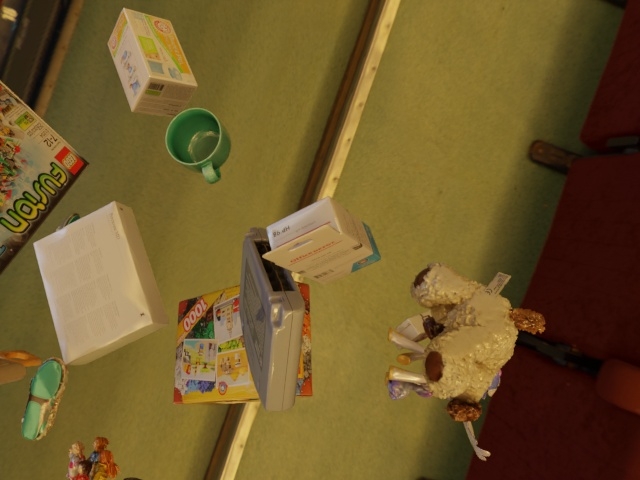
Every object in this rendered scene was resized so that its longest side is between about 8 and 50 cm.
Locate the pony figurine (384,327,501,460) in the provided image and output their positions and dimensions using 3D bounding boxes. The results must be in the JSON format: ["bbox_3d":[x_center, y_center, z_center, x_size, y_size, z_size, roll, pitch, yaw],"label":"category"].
[{"bbox_3d":[0.373,0.399,1.508,0.363,0.351,0.303,7,116,4],"label":"pony figurine"}]

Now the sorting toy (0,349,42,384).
[{"bbox_3d":[-0.607,0.185,0.834,0.195,0.347,0.047,15,89,13],"label":"sorting toy"}]

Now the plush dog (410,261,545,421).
[{"bbox_3d":[0.267,0.195,0.950,0.210,0.263,0.225,3,136,-3],"label":"plush dog"}]

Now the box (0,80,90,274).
[{"bbox_3d":[-0.279,-0.044,0.420,0.036,0.207,0.114,-29,121,22],"label":"box"}]

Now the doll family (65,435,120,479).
[{"bbox_3d":[-0.623,0.633,1.433,0.118,0.263,0.163,16,80,-30],"label":"doll family"}]

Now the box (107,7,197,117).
[{"bbox_3d":[-0.363,-0.379,1.121,0.114,0.103,0.203,-4,60,-45],"label":"box"}]

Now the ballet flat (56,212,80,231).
[{"bbox_3d":[-0.841,-0.009,1.714,0.068,0.072,0.213,30,120,14],"label":"ballet flat"}]

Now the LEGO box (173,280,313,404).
[{"bbox_3d":[-0.274,0.361,1.796,0.193,0.500,0.373,20,61,-46],"label":"LEGO box"}]

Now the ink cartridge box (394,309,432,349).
[{"bbox_3d":[0.312,0.288,1.693,0.109,0.150,0.063,-50,63,37],"label":"ink cartridge box"}]

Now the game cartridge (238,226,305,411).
[{"bbox_3d":[-0.088,0.123,0.854,0.062,0.297,0.198,-4,115,-15],"label":"game cartridge"}]

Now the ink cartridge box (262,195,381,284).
[{"bbox_3d":[0.000,0.000,0.726,0.104,0.180,0.060,-25,64,19],"label":"ink cartridge box"}]

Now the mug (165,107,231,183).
[{"bbox_3d":[-0.267,-0.203,1.163,0.129,0.097,0.158,8,82,11],"label":"mug"}]

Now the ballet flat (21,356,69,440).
[{"bbox_3d":[-0.705,0.399,1.346,0.091,0.077,0.241,26,98,5],"label":"ballet flat"}]

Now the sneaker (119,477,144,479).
[{"bbox_3d":[-0.544,0.750,1.431,0.262,0.099,0.121,-48,136,10],"label":"sneaker"}]

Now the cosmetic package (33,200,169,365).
[{"bbox_3d":[-0.621,0.120,1.472,0.284,0.097,0.377,-26,74,10],"label":"cosmetic package"}]
